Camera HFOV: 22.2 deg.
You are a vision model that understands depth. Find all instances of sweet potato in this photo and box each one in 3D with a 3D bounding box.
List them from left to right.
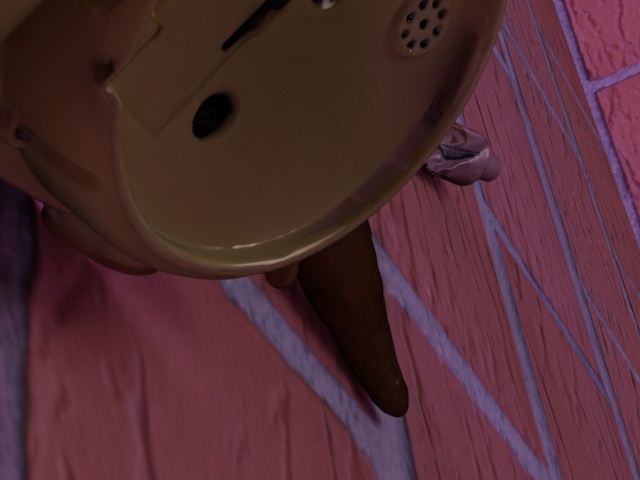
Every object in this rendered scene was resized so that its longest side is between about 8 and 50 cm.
[{"bbox_3d":[0.001,0.002,0.910,0.069,0.059,0.249,-108,174,-72],"label":"sweet potato"}]

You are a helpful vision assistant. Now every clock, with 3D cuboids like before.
[{"bbox_3d":[-0.023,-0.087,0.614,0.096,0.235,0.308,38,-8,33],"label":"clock"}]

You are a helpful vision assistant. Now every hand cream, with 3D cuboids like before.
[{"bbox_3d":[0.085,-0.100,1.371,0.257,0.050,0.084,29,37,-56],"label":"hand cream"}]
